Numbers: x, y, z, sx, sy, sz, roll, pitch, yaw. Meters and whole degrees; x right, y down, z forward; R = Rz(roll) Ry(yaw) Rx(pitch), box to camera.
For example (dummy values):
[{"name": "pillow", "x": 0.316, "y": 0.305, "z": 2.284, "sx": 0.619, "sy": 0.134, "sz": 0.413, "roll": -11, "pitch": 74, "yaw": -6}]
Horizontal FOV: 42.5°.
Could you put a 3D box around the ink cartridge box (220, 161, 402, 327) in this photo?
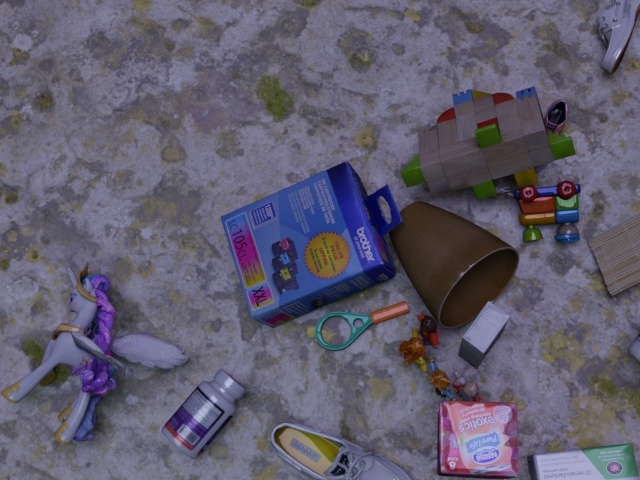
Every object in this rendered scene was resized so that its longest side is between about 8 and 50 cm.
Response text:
[{"name": "ink cartridge box", "x": 0.000, "y": 0.000, "z": 1.913, "sx": 0.395, "sy": 0.151, "sz": 0.270, "roll": -23, "pitch": 72, "yaw": 10}]

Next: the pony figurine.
[{"name": "pony figurine", "x": -0.525, "y": 0.271, "z": 1.890, "sx": 0.351, "sy": 0.303, "sz": 0.364, "roll": 30, "pitch": 94, "yaw": 23}]

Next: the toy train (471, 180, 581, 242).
[{"name": "toy train", "x": 0.489, "y": -0.060, "z": 1.946, "sx": 0.247, "sy": 0.105, "sz": 0.144, "roll": -5, "pitch": 90, "yaw": 10}]

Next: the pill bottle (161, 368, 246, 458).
[{"name": "pill bottle", "x": -0.262, "y": 0.392, "z": 1.882, "sx": 0.108, "sy": 0.108, "sz": 0.193, "roll": 39, "pitch": 81, "yaw": 16}]

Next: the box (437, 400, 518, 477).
[{"name": "box", "x": 0.318, "y": 0.418, "z": 1.705, "sx": 0.154, "sy": 0.300, "sz": 0.142, "roll": 2, "pitch": 73, "yaw": 7}]

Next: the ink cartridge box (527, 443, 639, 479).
[{"name": "ink cartridge box", "x": 0.567, "y": 0.584, "z": 1.719, "sx": 0.211, "sy": 0.121, "sz": 0.289, "roll": -8, "pitch": 73, "yaw": 5}]

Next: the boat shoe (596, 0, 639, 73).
[{"name": "boat shoe", "x": 0.734, "y": -0.539, "z": 2.056, "sx": 0.096, "sy": 0.098, "sz": 0.277, "roll": 19, "pitch": 67, "yaw": 12}]

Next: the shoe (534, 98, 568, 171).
[{"name": "shoe", "x": 0.548, "y": -0.257, "z": 1.996, "sx": 0.063, "sy": 0.081, "sz": 0.178, "roll": 25, "pitch": 78, "yaw": 13}]

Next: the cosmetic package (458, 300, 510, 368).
[{"name": "cosmetic package", "x": 0.353, "y": 0.210, "z": 1.796, "sx": 0.060, "sy": 0.239, "sz": 0.099, "roll": 37, "pitch": 80, "yaw": 16}]

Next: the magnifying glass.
[{"name": "magnifying glass", "x": 0.098, "y": 0.193, "z": 1.944, "sx": 0.230, "sy": 0.026, "sz": 0.092, "roll": -19, "pitch": 72, "yaw": 0}]

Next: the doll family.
[{"name": "doll family", "x": 0.252, "y": 0.286, "z": 1.824, "sx": 0.118, "sy": 0.163, "sz": 0.263, "roll": -32, "pitch": 72, "yaw": -4}]

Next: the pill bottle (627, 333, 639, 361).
[{"name": "pill bottle", "x": 0.819, "y": 0.177, "z": 1.755, "sx": 0.169, "sy": 0.169, "sz": 0.302, "roll": 41, "pitch": 97, "yaw": 16}]

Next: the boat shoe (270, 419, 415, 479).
[{"name": "boat shoe", "x": 0.051, "y": 0.492, "z": 1.789, "sx": 0.367, "sy": 0.156, "sz": 0.136, "roll": 28, "pitch": 78, "yaw": 14}]

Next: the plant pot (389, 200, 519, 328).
[{"name": "plant pot", "x": 0.282, "y": 0.030, "z": 1.884, "sx": 0.237, "sy": 0.237, "sz": 0.254, "roll": -38, "pitch": 57, "yaw": -5}]

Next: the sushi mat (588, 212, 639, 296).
[{"name": "sushi mat", "x": 0.765, "y": -0.009, "z": 1.838, "sx": 0.316, "sy": 0.019, "sz": 0.152, "roll": -33, "pitch": 56, "yaw": 29}]

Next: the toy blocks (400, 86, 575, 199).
[{"name": "toy blocks", "x": 0.381, "y": -0.259, "z": 1.947, "sx": 0.381, "sy": 0.191, "sz": 0.261, "roll": -16, "pitch": 40, "yaw": 18}]
